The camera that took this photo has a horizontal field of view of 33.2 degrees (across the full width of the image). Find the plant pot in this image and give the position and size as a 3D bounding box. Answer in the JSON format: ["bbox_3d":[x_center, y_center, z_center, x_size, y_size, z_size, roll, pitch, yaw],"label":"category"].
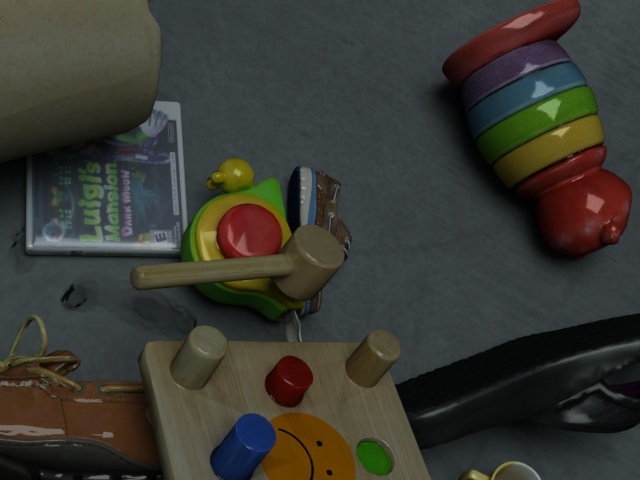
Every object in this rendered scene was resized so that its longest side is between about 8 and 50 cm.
[{"bbox_3d":[-0.334,-0.204,1.048,0.305,0.334,0.334,-10,70,-28],"label":"plant pot"}]

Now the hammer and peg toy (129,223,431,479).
[{"bbox_3d":[-0.040,0.157,0.970,0.266,0.127,0.361,3,49,-32],"label":"hammer and peg toy"}]

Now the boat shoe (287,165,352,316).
[{"bbox_3d":[0.000,0.000,1.202,0.066,0.066,0.183,9,64,-16],"label":"boat shoe"}]

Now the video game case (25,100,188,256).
[{"bbox_3d":[-0.236,-0.073,1.183,0.173,0.022,0.190,1,66,-17],"label":"video game case"}]

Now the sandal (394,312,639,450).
[{"bbox_3d":[0.256,0.167,1.182,0.446,0.167,0.107,-15,97,-16],"label":"sandal"}]

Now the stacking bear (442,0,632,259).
[{"bbox_3d":[0.279,-0.119,1.304,0.164,0.175,0.289,-21,82,-27],"label":"stacking bear"}]

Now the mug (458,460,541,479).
[{"bbox_3d":[0.193,0.267,1.145,0.062,0.064,0.078,-32,79,-27],"label":"mug"}]

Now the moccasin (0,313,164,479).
[{"bbox_3d":[-0.255,0.162,1.008,0.380,0.139,0.147,6,51,-12],"label":"moccasin"}]

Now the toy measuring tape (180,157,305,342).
[{"bbox_3d":[-0.078,0.068,1.125,0.121,0.121,0.330,-6,74,-20],"label":"toy measuring tape"}]
